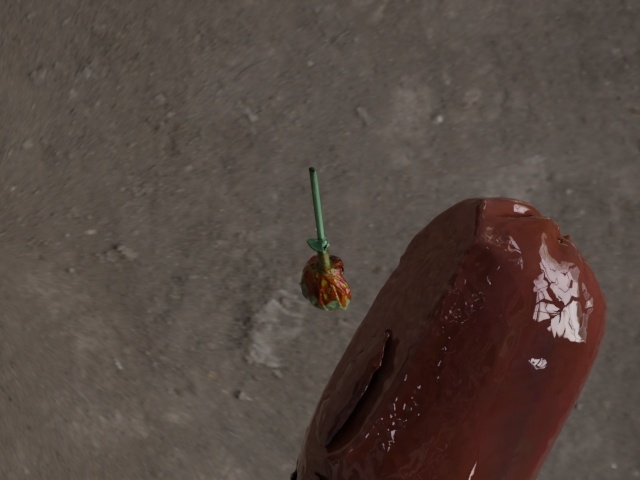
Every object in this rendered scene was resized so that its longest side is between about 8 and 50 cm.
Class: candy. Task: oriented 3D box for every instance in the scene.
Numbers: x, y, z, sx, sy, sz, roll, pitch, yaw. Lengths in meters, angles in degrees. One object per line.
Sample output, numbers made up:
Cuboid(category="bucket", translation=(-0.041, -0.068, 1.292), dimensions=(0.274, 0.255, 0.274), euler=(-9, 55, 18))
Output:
Cuboid(category="candy", translation=(0.000, 0.000, 1.033), dimensions=(0.049, 0.184, 0.055), euler=(-38, 57, -22))

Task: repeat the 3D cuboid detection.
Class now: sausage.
Cuboid(category="sausage", translation=(0.082, 0.106, 0.785), dimensions=(0.152, 0.152, 0.279), euler=(31, 89, -15))
